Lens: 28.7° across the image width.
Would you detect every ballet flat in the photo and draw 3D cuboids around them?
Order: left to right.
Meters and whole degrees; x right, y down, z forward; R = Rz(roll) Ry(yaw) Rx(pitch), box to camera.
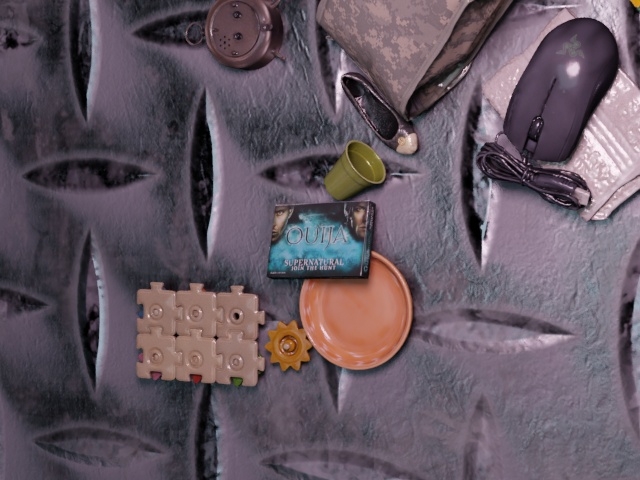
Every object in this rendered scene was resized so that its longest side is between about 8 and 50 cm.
[{"bbox_3d":[0.089,-0.200,1.994,0.173,0.049,0.057,48,113,15],"label":"ballet flat"}]

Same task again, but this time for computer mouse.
[{"bbox_3d":[0.340,-0.192,1.808,0.188,0.072,0.272,26,105,25],"label":"computer mouse"}]

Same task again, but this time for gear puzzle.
[{"bbox_3d":[-0.164,0.162,2.154,0.338,0.044,0.176,1,93,23],"label":"gear puzzle"}]

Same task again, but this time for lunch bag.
[{"bbox_3d":[0.133,-0.354,1.892,0.235,0.169,0.287,50,138,15],"label":"lunch bag"}]

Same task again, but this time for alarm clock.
[{"bbox_3d":[-0.148,-0.351,2.095,0.192,0.064,0.129,0,94,29],"label":"alarm clock"}]

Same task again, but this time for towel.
[{"bbox_3d":[0.384,-0.182,1.853,0.187,0.049,0.282,-43,75,21],"label":"towel"}]

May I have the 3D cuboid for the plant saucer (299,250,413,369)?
[{"bbox_3d":[0.061,0.110,2.038,0.200,0.037,0.200,2,94,27],"label":"plant saucer"}]

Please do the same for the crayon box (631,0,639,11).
[{"bbox_3d":[0.469,-0.399,1.680,0.081,0.278,0.165,33,113,-22],"label":"crayon box"}]

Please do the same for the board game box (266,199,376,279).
[{"bbox_3d":[0.000,0.000,2.034,0.186,0.026,0.126,-2,75,33],"label":"board game box"}]

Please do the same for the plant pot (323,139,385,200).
[{"bbox_3d":[0.048,-0.106,2.012,0.079,0.083,0.083,-39,77,36],"label":"plant pot"}]
